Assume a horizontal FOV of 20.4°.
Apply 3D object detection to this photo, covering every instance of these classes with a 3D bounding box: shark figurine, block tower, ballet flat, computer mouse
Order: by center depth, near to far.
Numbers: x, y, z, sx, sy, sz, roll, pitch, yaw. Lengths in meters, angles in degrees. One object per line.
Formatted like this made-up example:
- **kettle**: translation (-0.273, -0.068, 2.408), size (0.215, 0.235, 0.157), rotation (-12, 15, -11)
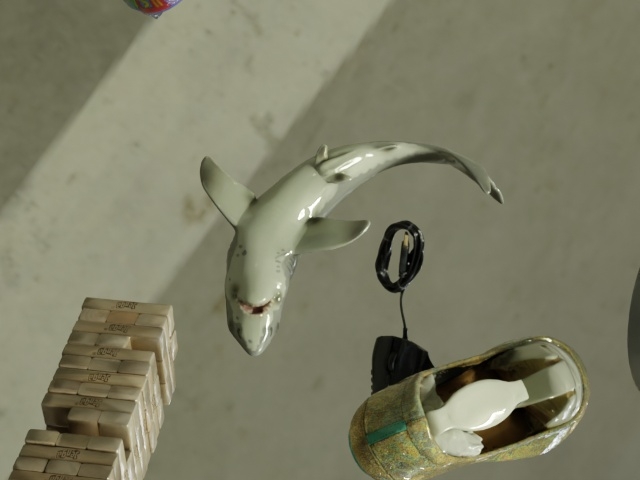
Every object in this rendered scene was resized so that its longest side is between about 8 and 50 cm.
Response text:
- **shark figurine**: translation (0.009, -0.025, 1.520), size (0.278, 0.166, 0.116), rotation (-32, 158, -16)
- **block tower**: translation (-0.210, 0.193, 1.609), size (0.335, 0.097, 0.091), rotation (-72, 163, -50)
- **ballet flat**: translation (0.178, 0.155, 1.729), size (0.348, 0.123, 0.123), rotation (-12, 127, -43)
- **computer mouse**: translation (0.081, 0.094, 1.852), size (0.041, 0.071, 0.242), rotation (-28, 123, -47)

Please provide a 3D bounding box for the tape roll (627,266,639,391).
- **tape roll**: translation (0.402, 0.070, 1.850), size (0.219, 0.072, 0.219), rotation (-22, 118, -48)

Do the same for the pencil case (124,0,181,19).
- **pencil case**: translation (-0.208, -0.273, 1.297), size (0.306, 0.133, 0.119), rotation (24, 85, -38)
